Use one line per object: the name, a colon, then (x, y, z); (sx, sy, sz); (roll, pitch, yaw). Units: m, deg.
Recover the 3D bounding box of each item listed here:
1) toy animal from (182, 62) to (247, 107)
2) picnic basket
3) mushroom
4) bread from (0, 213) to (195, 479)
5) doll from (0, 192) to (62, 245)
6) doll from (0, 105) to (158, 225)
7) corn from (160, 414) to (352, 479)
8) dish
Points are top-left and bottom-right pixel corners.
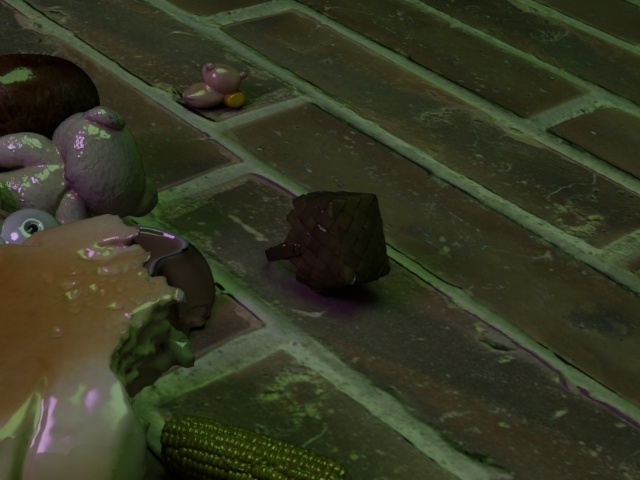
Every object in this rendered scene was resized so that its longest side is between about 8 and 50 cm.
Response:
toy animal: (-0.189, -0.282, 2.004); (0.114, 0.082, 0.091); (-4, 34, -15)
picnic basket: (0.000, 0.000, 1.582); (0.128, 0.138, 0.178); (-14, 5, -37)
mushroom: (-0.438, -0.170, 1.652); (0.253, 0.253, 0.153); (-18, 67, -32)
bread: (-0.274, 0.144, 1.100); (0.245, 0.329, 0.424); (18, 28, -22)
doll: (-0.438, -0.019, 1.433); (0.278, 0.119, 0.154); (38, 54, 10)
doll: (-0.375, -0.069, 1.554); (0.278, 0.175, 0.149); (-27, 32, -7)
corn: (-0.067, 0.249, 1.237); (0.238, 0.080, 0.080); (18, 35, 13)
dish: (-0.238, 0.048, 1.492); (0.213, 0.090, 0.213); (5, 33, -3)
